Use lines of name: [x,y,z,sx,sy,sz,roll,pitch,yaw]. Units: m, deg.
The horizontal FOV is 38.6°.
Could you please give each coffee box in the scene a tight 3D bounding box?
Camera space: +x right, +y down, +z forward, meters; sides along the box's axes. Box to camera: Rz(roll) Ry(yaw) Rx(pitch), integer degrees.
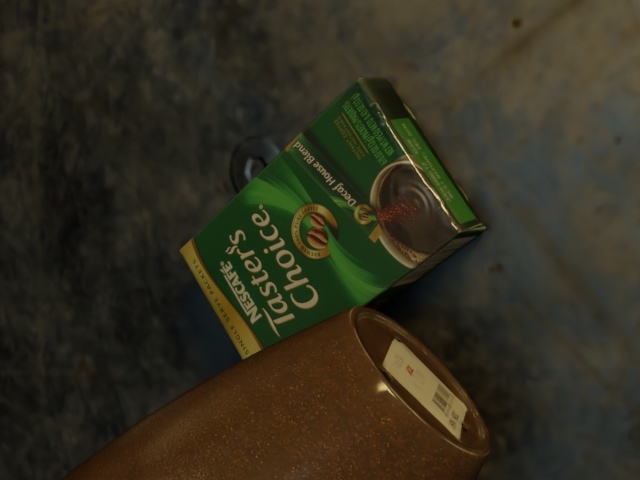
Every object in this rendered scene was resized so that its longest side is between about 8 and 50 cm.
coffee box: [0.000,0.000,0.570,0.184,0.040,0.113,-39,75,32]

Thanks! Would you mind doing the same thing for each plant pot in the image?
plant pot: [-0.020,0.154,0.528,0.230,0.215,0.215,-46,71,15]
